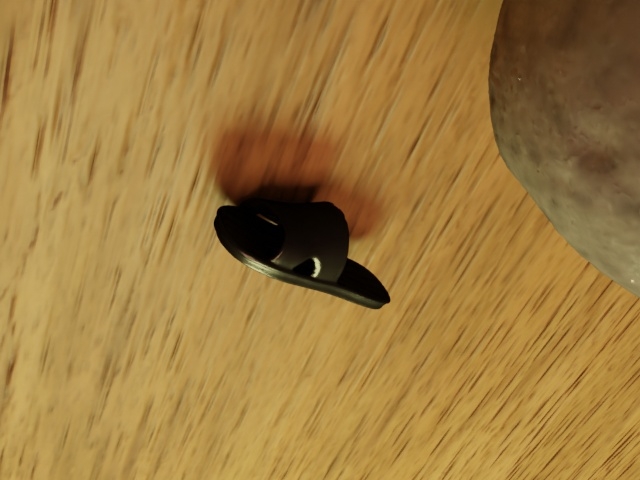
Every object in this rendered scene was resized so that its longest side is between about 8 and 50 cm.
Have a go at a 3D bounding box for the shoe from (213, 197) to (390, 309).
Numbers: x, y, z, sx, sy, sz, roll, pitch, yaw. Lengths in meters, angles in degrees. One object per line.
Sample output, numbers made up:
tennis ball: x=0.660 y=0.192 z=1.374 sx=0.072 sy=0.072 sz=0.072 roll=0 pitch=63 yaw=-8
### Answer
shoe: x=0.000 y=0.000 z=0.774 sx=0.053 sy=0.062 sz=0.159 roll=-46 pitch=139 yaw=16

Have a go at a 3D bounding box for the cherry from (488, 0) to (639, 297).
cherry: x=0.244 y=-0.097 z=0.568 sx=0.327 sy=0.291 sz=0.334 roll=1 pitch=121 yaw=3
